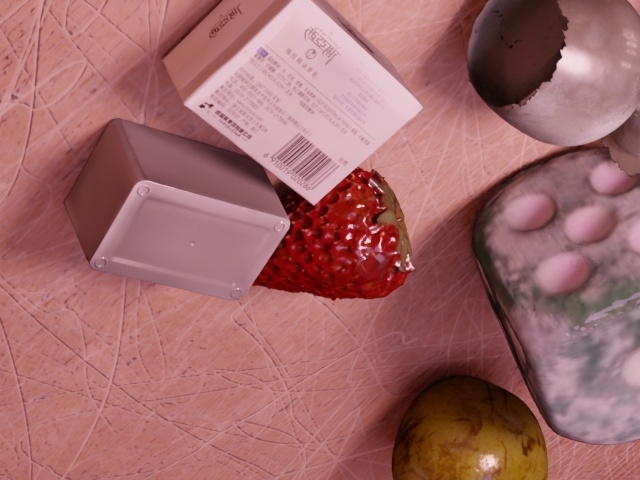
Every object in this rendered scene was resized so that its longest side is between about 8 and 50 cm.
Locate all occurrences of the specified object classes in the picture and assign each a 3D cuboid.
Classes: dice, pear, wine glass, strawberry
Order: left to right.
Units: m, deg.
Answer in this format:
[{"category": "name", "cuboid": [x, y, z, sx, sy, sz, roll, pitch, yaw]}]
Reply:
[{"category": "strawberry", "cuboid": [0.000, 0.000, 1.881, 0.245, 0.205, 0.205, -15, 137, 10]}, {"category": "pear", "cuboid": [0.250, 0.371, 2.266, 0.284, 0.283, 0.283, -14, 134, -15]}, {"category": "wine glass", "cuboid": [0.364, -0.228, 1.812, 0.323, 0.238, 0.238, 11, 123, -37]}, {"category": "dice", "cuboid": [0.433, 0.079, 2.011, 0.331, 0.348, 0.328, -23, 131, 2]}]

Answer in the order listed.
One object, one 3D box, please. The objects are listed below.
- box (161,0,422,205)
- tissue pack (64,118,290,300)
[{"category": "box", "cuboid": [-0.034, -0.203, 1.710, 0.203, 0.116, 0.274, -42, 134, 13]}, {"category": "tissue pack", "cuboid": [-0.190, -0.036, 1.769, 0.246, 0.136, 0.159, 16, 120, -36]}]
